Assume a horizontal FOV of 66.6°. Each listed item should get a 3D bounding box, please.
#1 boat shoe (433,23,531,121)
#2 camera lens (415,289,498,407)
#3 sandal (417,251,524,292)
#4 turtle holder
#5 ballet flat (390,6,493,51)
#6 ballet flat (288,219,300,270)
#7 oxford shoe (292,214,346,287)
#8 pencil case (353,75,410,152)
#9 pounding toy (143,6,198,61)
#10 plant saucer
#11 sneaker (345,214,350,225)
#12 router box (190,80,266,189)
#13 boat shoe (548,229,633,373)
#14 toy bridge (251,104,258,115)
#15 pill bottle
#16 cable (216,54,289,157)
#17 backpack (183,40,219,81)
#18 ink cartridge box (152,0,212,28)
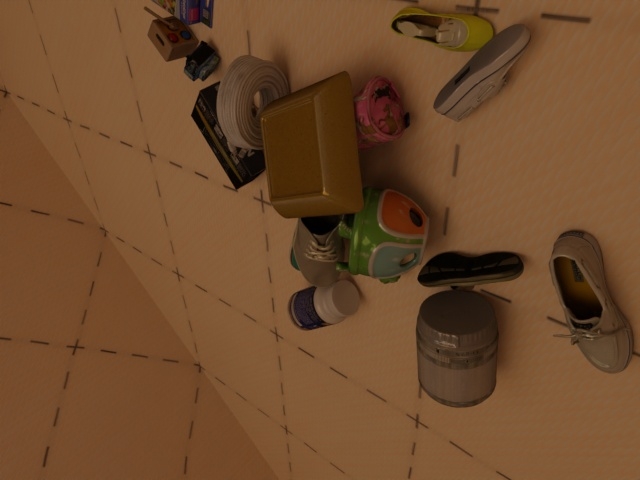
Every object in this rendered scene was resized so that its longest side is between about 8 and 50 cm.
[{"bbox_3d":[0.353,-0.347,1.037,0.084,0.095,0.258,27,152,-17],"label":"boat shoe"},{"bbox_3d":[0.380,0.306,1.363,0.219,0.219,0.275,16,127,37],"label":"camera lens"},{"bbox_3d":[0.388,0.098,1.294,0.302,0.120,0.086,-3,129,45],"label":"sandal"},{"bbox_3d":[0.171,0.013,1.346,0.227,0.243,0.321,9,115,8],"label":"turtle holder"},{"bbox_3d":[0.252,-0.453,1.055,0.230,0.077,0.077,27,133,29],"label":"ballet flat"},{"bbox_3d":[-0.016,-0.074,1.568,0.139,0.139,0.400,37,134,20],"label":"ballet flat"},{"bbox_3d":[0.000,0.000,1.458,0.169,0.130,0.450,0,134,-4],"label":"oxford shoe"},{"bbox_3d":[0.047,-0.293,1.301,0.386,0.167,0.160,-13,86,49],"label":"pencil case"},{"bbox_3d":[-0.492,-0.678,1.586,0.141,0.130,0.100,55,140,-1],"label":"pounding toy"},{"bbox_3d":[-0.047,-0.224,1.235,0.332,0.080,0.333,-1,96,51],"label":"plant saucer"},{"bbox_3d":[0.093,-0.069,1.515,0.071,0.068,0.170,23,142,12],"label":"sneaker"},{"bbox_3d":[-0.307,-0.339,1.631,0.309,0.081,0.243,59,159,-7],"label":"router box"},{"bbox_3d":[0.599,0.171,1.098,0.135,0.156,0.367,-5,113,47],"label":"boat shoe"},{"bbox_3d":[-0.238,-0.419,1.570,0.188,0.063,0.026,45,140,27],"label":"toy bridge"},{"bbox_3d":[0.010,0.227,1.723,0.264,0.153,0.153,-26,98,51],"label":"pill bottle"},{"bbox_3d":[-0.189,-0.389,1.395,0.089,0.257,0.257,20,154,29],"label":"cable"},{"bbox_3d":[-0.391,-0.571,1.586,0.084,0.105,0.114,41,153,-17],"label":"backpack"},{"bbox_3d":[-0.457,-0.808,1.517,0.311,0.065,0.186,37,138,18],"label":"ink cartridge box"}]
